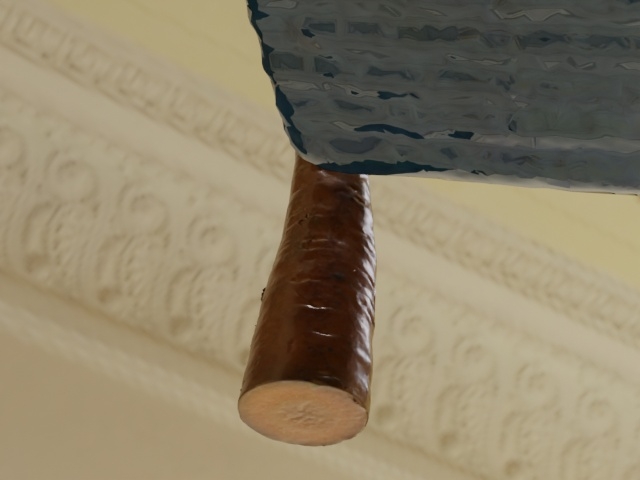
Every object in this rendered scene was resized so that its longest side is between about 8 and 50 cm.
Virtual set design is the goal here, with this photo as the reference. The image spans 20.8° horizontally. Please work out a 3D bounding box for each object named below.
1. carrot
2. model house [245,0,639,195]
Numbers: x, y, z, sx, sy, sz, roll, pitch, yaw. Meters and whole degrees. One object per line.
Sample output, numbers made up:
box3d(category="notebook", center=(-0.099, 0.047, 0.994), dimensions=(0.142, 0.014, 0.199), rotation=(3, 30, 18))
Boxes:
box3d(category="carrot", center=(0.000, 0.000, 0.855), dimensions=(0.061, 0.061, 0.209), rotation=(23, -132, -20))
box3d(category="model house", center=(0.144, -0.178, 0.788), dimensions=(0.382, 0.335, 0.342), rotation=(-12, -75, -61))
